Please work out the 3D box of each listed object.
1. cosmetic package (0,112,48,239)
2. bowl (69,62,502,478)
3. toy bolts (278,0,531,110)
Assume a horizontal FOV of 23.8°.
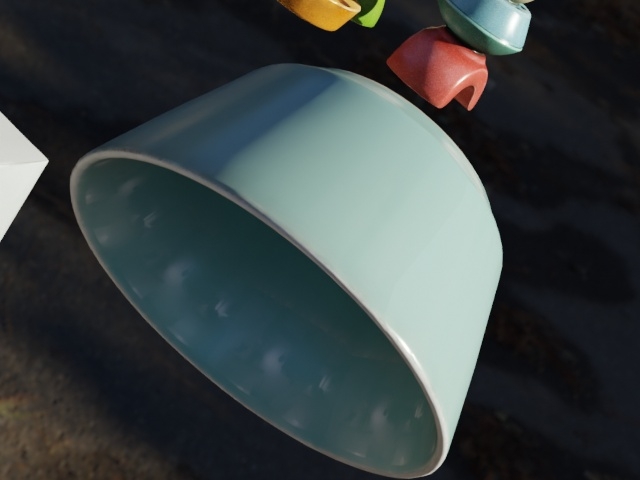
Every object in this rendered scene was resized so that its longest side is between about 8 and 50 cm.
[{"bbox_3d":[-0.461,-0.082,1.410,0.377,0.284,0.097,44,27,18],"label":"cosmetic package"},{"bbox_3d":[0.000,0.000,1.032,0.311,0.311,0.163,37,67,7],"label":"bowl"},{"bbox_3d":[0.078,-0.235,1.273,0.228,0.158,0.218,41,19,12],"label":"toy bolts"}]
